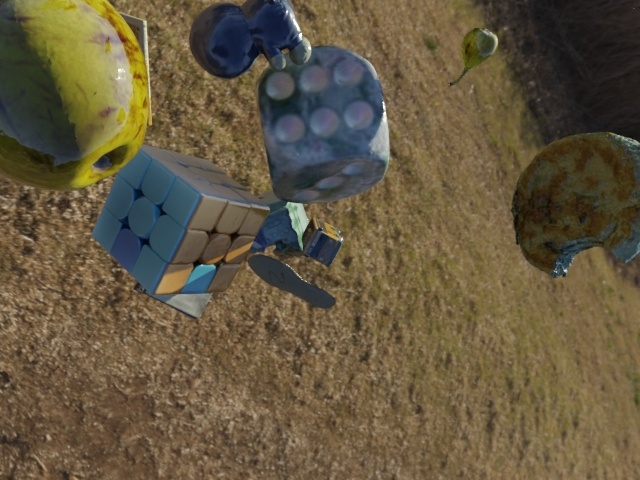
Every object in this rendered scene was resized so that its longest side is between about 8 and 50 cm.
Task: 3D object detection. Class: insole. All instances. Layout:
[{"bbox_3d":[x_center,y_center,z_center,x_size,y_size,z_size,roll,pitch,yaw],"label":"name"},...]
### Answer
[{"bbox_3d":[-0.051,0.077,0.900,0.188,0.064,0.004,32,39,-22],"label":"insole"}]

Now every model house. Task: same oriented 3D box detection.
[{"bbox_3d":[-0.548,0.157,1.846,0.271,0.206,0.178,32,79,-33],"label":"model house"},{"bbox_3d":[-0.222,-0.040,1.800,0.295,0.329,0.251,-79,156,-66],"label":"model house"}]

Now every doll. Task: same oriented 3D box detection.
[{"bbox_3d":[-0.174,-0.476,1.162,0.154,0.258,0.228,49,19,-69],"label":"doll"}]

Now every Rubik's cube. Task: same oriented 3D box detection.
[{"bbox_3d":[-0.368,-0.050,1.335,0.291,0.290,0.291,-59,154,13],"label":"Rubik's cube"}]

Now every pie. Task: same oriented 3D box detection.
[{"bbox_3d":[0.507,-0.076,0.974,0.067,0.302,0.302,20,80,-37],"label":"pie"}]

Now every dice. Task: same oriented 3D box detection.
[{"bbox_3d":[0.002,-0.311,1.403,0.328,0.348,0.330,-10,73,-3],"label":"dice"}]

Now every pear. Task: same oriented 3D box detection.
[{"bbox_3d":[-0.362,-0.205,0.669,0.284,0.284,0.283,-5,97,-44],"label":"pear"}]

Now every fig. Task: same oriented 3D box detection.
[{"bbox_3d":[0.406,-0.506,1.363,0.093,0.166,0.093,13,59,-22],"label":"fig"}]

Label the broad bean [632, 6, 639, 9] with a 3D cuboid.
[{"bbox_3d":[0.580,-0.528,0.879,0.039,0.069,0.226,-51,127,-52],"label":"broad bean"}]

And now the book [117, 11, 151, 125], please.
[{"bbox_3d":[-0.569,-0.513,1.486,0.020,0.208,0.295,-21,130,-41],"label":"book"}]

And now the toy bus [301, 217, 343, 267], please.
[{"bbox_3d":[0.000,0.000,1.424,0.103,0.182,0.091,27,101,-10],"label":"toy bus"}]
